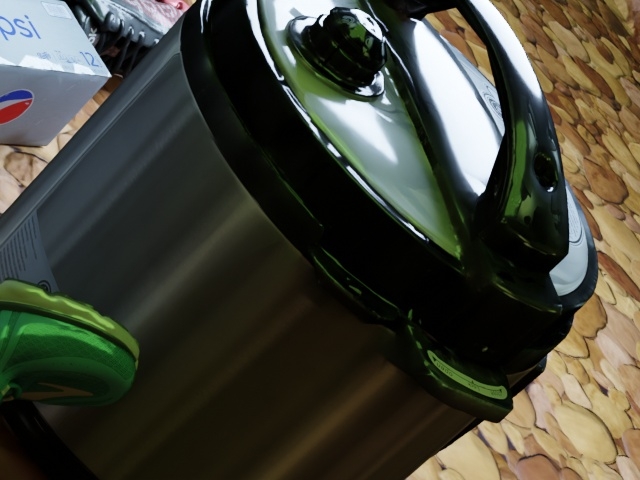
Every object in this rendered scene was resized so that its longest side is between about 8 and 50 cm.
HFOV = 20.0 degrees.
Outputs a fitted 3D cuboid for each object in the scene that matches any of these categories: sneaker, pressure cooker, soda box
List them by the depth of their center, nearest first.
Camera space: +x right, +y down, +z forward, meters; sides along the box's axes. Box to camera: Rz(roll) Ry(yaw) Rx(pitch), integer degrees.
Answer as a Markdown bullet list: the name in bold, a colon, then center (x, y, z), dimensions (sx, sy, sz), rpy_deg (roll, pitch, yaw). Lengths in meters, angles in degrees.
- **sneaker**: center (-0.250, 0.091, 1.142), dimensions (0.275, 0.107, 0.110), rpy_deg (1, 52, -17)
- **pressure cooker**: center (-0.004, -0.001, 1.327), dimensions (0.370, 0.420, 0.375), rpy_deg (46, 25, 4)
- **soda box**: center (-0.306, -0.144, 1.453), dimensions (0.286, 0.098, 0.091), rpy_deg (-1, 53, -56)
- **sneaker**: center (-0.199, -0.193, 1.688), dimensions (0.276, 0.097, 0.135), rpy_deg (29, 30, -27)
